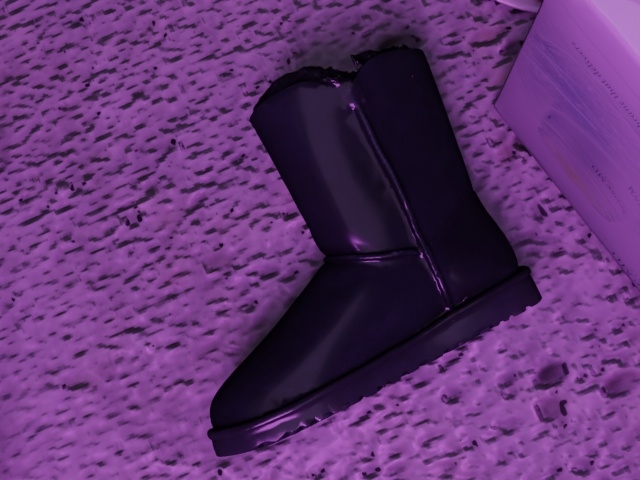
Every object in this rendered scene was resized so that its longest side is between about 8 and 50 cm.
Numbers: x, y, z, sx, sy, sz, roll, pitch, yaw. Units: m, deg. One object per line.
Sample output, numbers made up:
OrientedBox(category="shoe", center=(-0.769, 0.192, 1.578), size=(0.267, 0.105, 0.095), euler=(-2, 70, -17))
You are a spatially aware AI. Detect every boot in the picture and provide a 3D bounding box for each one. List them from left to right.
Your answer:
OrientedBox(category="boot", center=(0.000, 0.000, 0.517), size=(0.246, 0.094, 0.207), euler=(-27, 85, -7))

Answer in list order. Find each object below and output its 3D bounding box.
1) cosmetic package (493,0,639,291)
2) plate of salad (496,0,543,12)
OrientedBox(category="cosmetic package", center=(0.232, -0.062, 0.447), size=(0.138, 0.225, 0.224), euler=(-36, 81, 1))
OrientedBox(category="plate of salad", center=(0.175, -0.265, 0.568), size=(0.199, 0.048, 0.200), euler=(-1, 82, 4))
